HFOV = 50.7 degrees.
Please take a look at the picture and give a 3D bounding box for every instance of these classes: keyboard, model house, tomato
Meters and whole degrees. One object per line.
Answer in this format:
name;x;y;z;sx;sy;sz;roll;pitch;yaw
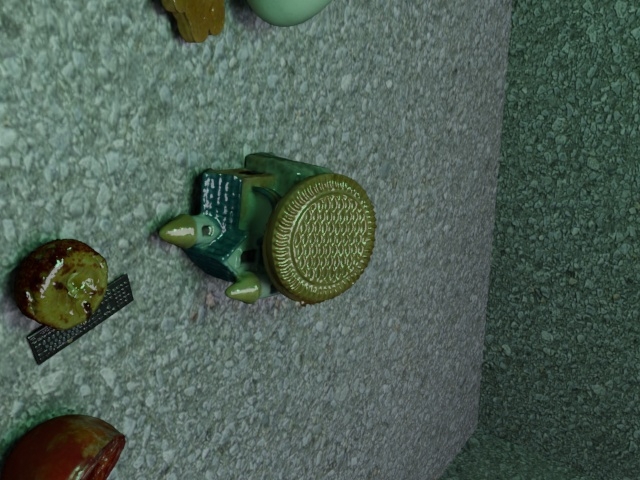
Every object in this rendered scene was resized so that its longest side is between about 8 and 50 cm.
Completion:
keyboard;-0.393;0.127;1.123;0.198;0.010;0.064;-39;136;-41
model house;-0.147;-0.017;1.265;0.325;0.194;0.267;-9;112;-50
tomato;-0.421;0.365;1.075;0.200;0.139;0.233;-55;177;-14

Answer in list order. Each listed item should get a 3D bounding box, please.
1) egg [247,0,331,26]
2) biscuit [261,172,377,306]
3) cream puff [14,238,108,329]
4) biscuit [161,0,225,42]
egg;-0.023;-0.553;1.163;0.230;0.230;0.371;8;102;-56
biscuit;0.000;0.000;1.245;0.259;0.079;0.259;-12;110;-36
cream puff;-0.396;0.065;1.025;0.149;0.084;0.149;-34;135;-44
biscuit;-0.210;-0.467;1.083;0.202;0.044;0.289;-55;150;-45
